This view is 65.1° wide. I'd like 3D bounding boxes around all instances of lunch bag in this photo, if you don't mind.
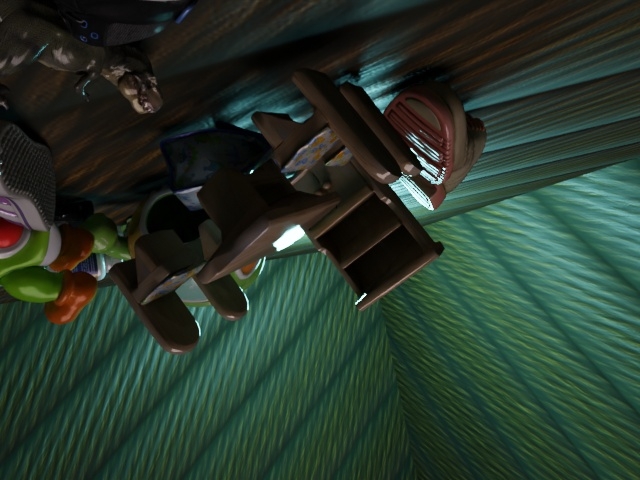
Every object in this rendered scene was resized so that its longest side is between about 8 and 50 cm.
[{"bbox_3d":[-0.138,-0.110,0.724,0.151,0.096,0.129,-13,174,-5],"label":"lunch bag"}]

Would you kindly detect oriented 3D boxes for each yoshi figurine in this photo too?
[{"bbox_3d":[-0.539,0.025,0.742,0.203,0.203,0.362,16,172,37],"label":"yoshi figurine"}]

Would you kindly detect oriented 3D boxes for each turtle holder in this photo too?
[{"bbox_3d":[-0.269,-0.015,0.967,0.320,0.243,0.227,28,164,12],"label":"turtle holder"}]

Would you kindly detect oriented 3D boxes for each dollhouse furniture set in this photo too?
[{"bbox_3d":[0.000,0.000,0.712,0.362,0.256,0.394,-40,175,24],"label":"dollhouse furniture set"}]

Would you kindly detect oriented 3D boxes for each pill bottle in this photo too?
[{"bbox_3d":[-0.641,0.059,1.357,0.186,0.112,0.112,-8,174,-31],"label":"pill bottle"}]

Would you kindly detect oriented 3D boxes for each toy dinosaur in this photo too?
[{"bbox_3d":[-0.236,-0.144,0.371,0.118,0.064,0.268,-28,169,15],"label":"toy dinosaur"}]

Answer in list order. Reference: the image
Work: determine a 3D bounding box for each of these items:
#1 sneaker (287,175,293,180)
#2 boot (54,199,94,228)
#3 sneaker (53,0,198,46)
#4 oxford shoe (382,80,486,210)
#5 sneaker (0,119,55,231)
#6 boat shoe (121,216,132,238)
[{"bbox_3d":[-0.030,-0.121,1.050,0.185,0.070,0.084,-19,164,12],"label":"sneaker"},{"bbox_3d":[-0.494,-0.043,0.949,0.099,0.045,0.121,-10,168,-39],"label":"boot"},{"bbox_3d":[-0.162,-0.156,0.280,0.217,0.079,0.121,-9,173,-34],"label":"sneaker"},{"bbox_3d":[0.197,-0.173,0.824,0.146,0.140,0.397,-42,168,1],"label":"oxford shoe"},{"bbox_3d":[-0.412,-0.078,0.583,0.161,0.102,0.282,1,168,-14],"label":"sneaker"},{"bbox_3d":[-0.443,-0.025,1.211,0.056,0.049,0.152,-8,173,-32],"label":"boat shoe"}]
